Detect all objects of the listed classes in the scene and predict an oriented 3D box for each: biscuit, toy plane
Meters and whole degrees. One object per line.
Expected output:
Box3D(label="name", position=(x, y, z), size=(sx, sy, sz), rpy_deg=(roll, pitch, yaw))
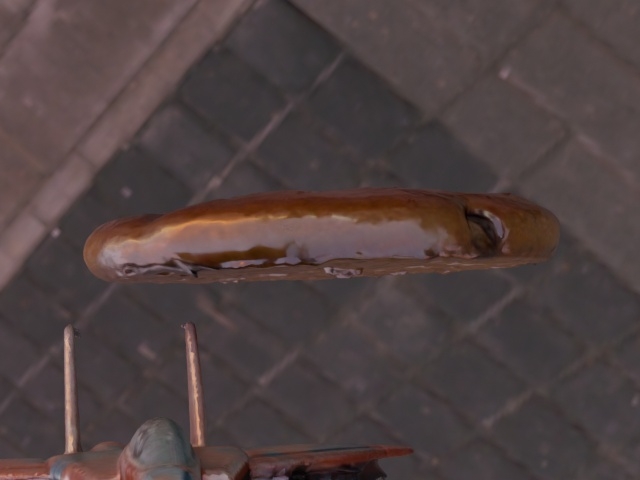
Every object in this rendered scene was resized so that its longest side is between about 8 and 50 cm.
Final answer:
Box3D(label="biscuit", position=(0.000, 0.000, 0.835), size=(0.212, 0.212, 0.036), rpy_deg=(-3, 87, 33))
Box3D(label="toy plane", position=(-0.062, 0.100, 0.681), size=(0.223, 0.326, 0.104), rpy_deg=(-1, 96, -8))
